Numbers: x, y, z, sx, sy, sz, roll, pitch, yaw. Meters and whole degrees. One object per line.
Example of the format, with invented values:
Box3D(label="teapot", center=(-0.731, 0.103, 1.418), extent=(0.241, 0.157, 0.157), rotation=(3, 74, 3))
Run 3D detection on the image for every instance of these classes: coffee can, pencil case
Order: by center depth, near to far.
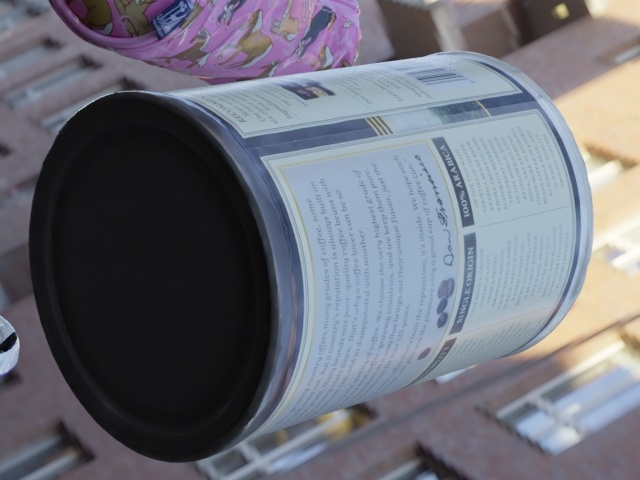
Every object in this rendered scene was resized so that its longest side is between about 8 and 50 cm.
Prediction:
Box3D(label="coffee can", center=(0.000, 0.000, 1.077), extent=(0.202, 0.275, 0.201), rotation=(11, -73, 43))
Box3D(label="pencil case", center=(-0.094, -0.220, 1.688), extent=(0.167, 0.160, 0.386), rotation=(27, 5, 21))

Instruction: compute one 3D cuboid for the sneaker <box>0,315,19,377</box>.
Box3D(label="sneaker", center=(-0.495, 0.197, 2.234), extent=(0.323, 0.130, 0.236), rotation=(6, -63, 21))
